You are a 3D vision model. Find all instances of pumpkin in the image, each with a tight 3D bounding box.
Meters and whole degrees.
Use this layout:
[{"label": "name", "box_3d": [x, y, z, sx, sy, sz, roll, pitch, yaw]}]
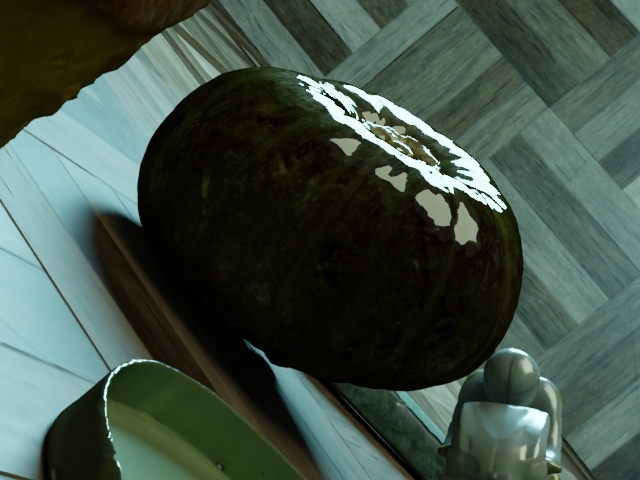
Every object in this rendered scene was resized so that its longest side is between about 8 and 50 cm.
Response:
[{"label": "pumpkin", "box_3d": [0.000, 0.000, 0.881, 0.219, 0.162, 0.219, 25, 18, -8]}]

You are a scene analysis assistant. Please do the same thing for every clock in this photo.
[{"label": "clock", "box_3d": [-0.002, 0.137, 0.532, 0.235, 0.029, 0.235, 49, 6, -7]}]

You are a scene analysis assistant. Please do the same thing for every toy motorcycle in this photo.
[{"label": "toy motorcycle", "box_3d": [0.098, 0.132, 0.880, 0.074, 0.151, 0.228, 6, 2, 12]}]

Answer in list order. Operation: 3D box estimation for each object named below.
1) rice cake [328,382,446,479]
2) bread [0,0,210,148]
[{"label": "rice cake", "box_3d": [0.055, 0.123, 1.058, 0.207, 0.033, 0.033, 48, 5, -26]}, {"label": "bread", "box_3d": [-0.159, -0.139, 0.543, 0.268, 0.146, 0.268, 46, 5, -5]}]
